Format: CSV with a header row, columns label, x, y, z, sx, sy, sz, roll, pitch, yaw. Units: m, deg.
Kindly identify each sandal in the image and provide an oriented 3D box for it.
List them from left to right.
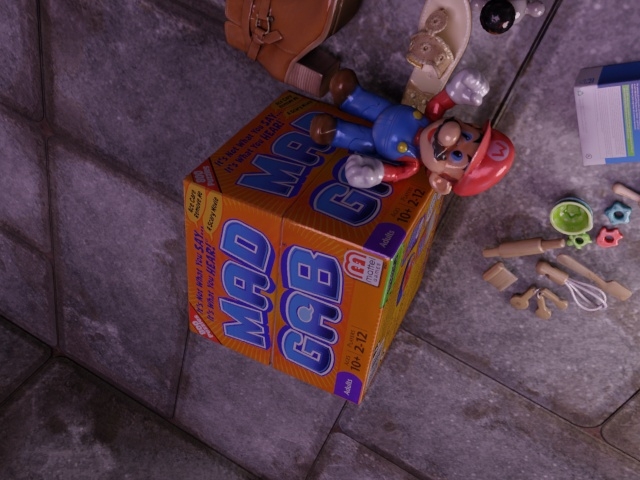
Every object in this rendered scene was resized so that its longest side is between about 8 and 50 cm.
label,x,y,z,sx,sy,sz,roll,pitch,yaw
sandal,0.177,-0.290,1.055,0.088,0.079,0.240,25,133,13

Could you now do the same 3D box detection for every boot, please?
label,x,y,z,sx,sy,sz,roll,pitch,yaw
boot,-0.052,-0.404,1.107,0.220,0.109,0.284,32,142,12

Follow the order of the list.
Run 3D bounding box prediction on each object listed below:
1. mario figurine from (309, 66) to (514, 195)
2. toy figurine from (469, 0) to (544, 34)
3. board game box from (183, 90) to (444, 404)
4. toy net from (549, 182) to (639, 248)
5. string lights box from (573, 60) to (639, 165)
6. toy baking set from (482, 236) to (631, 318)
label,x,y,z,sx,sy,sz,roll,pitch,yaw
mario figurine,0.143,-0.176,1.005,0.320,0.170,0.198,21,120,20
toy figurine,0.259,-0.402,0.869,0.213,0.148,0.209,49,134,-11
board game box,0.000,0.000,1.195,0.356,0.356,0.357,21,132,16
toy net,0.508,-0.038,1.071,0.232,0.045,0.122,-11,117,37
string lights box,0.511,-0.189,0.929,0.259,0.077,0.134,0,124,32
toy baking set,0.430,0.067,1.209,0.256,0.030,0.197,-17,122,48
